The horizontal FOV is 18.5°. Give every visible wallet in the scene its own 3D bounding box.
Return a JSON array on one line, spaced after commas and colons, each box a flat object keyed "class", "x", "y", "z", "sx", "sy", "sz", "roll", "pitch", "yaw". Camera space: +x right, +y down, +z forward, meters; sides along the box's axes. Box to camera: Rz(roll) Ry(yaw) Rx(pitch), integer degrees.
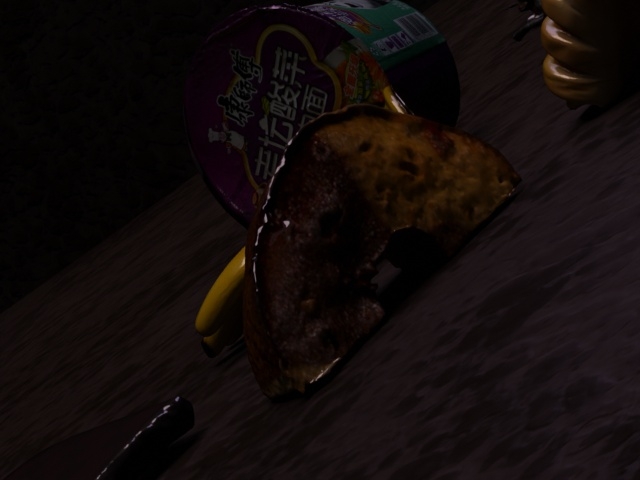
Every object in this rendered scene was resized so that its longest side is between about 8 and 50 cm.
[{"class": "wallet", "x": -0.209, "y": 0.205, "z": 1.575, "sx": 0.229, "sy": 0.049, "sz": 0.182, "roll": -25, "pitch": 13, "yaw": 47}]

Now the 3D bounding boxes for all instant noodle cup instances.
[{"class": "instant noodle cup", "x": 0.016, "y": -0.136, "z": 1.972, "sx": 0.251, "sy": 0.251, "sz": 0.190, "roll": -31, "pitch": 1, "yaw": 36}]

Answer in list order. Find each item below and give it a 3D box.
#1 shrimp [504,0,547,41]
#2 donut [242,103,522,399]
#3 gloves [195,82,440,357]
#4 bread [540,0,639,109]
[{"class": "shrimp", "x": 0.279, "y": -0.270, "z": 1.908, "sx": 0.221, "sy": 0.166, "sz": 0.410, "roll": -5, "pitch": 12, "yaw": -20}, {"class": "donut", "x": 0.007, "y": -0.003, "z": 1.520, "sx": 0.295, "sy": 0.151, "sz": 0.112, "roll": -43, "pitch": 0, "yaw": -39}, {"class": "gloves", "x": 0.001, "y": 0.000, "z": 1.773, "sx": 0.294, "sy": 0.116, "sz": 0.133, "roll": -44, "pitch": -21, "yaw": 10}, {"class": "bread", "x": 0.236, "y": -0.195, "z": 1.655, "sx": 0.084, "sy": 0.177, "sz": 0.119, "roll": 21, "pitch": 41, "yaw": 35}]
